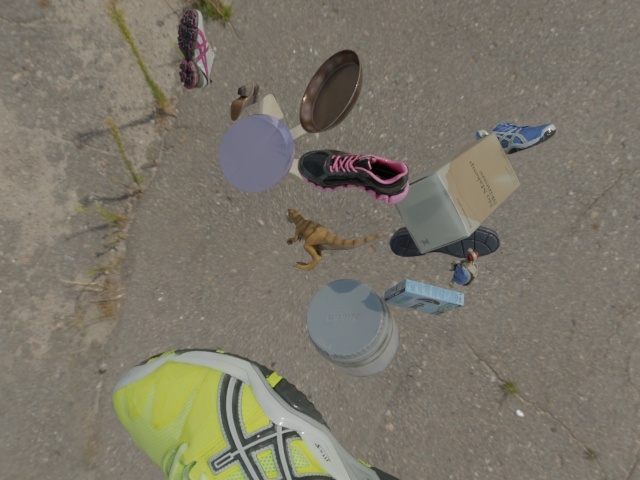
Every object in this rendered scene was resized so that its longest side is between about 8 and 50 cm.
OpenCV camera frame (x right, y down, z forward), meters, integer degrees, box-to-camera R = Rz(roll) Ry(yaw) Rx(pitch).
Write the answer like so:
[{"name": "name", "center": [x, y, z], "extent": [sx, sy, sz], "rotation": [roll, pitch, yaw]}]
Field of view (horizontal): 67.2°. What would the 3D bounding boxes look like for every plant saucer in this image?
[{"name": "plant saucer", "center": [0.023, -0.274, 0.904], "extent": [0.029, 0.168, 0.169], "rotation": [22, 85, -35]}]

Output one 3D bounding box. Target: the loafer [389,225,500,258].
[{"name": "loafer", "center": [0.353, -0.014, 1.380], "extent": [0.302, 0.095, 0.109], "rotation": [-2, 119, 19]}]

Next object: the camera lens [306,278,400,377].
[{"name": "camera lens", "center": [0.093, 0.242, 1.307], "extent": [0.219, 0.274, 0.220], "rotation": [-7, 63, 14]}]

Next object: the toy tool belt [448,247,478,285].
[{"name": "toy tool belt", "center": [0.280, 0.057, 0.949], "extent": [0.051, 0.083, 0.052], "rotation": [-21, 51, -12]}]

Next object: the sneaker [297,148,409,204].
[{"name": "sneaker", "center": [0.035, -0.074, 0.490], "extent": [0.119, 0.057, 0.047], "rotation": [11, 75, 2]}]

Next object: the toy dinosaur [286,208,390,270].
[{"name": "toy dinosaur", "center": [0.000, 0.000, 0.834], "extent": [0.211, 0.064, 0.112], "rotation": [24, 95, 34]}]

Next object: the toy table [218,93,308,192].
[{"name": "toy table", "center": [-0.120, -0.233, 1.214], "extent": [0.161, 0.274, 0.252], "rotation": [-35, 112, -41]}]

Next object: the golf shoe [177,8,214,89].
[{"name": "golf shoe", "center": [-0.304, -0.473, 1.193], "extent": [0.067, 0.086, 0.186], "rotation": [30, 127, 28]}]

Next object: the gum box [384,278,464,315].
[{"name": "gum box", "center": [0.303, 0.171, 1.429], "extent": [0.184, 0.157, 0.041], "rotation": [15, 67, -11]}]

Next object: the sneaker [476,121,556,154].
[{"name": "sneaker", "center": [0.478, -0.259, 1.207], "extent": [0.080, 0.211, 0.081], "rotation": [-20, 96, -40]}]

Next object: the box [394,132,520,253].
[{"name": "box", "center": [0.295, -0.108, 1.027], "extent": [0.311, 0.121, 0.148], "rotation": [-35, 98, -44]}]

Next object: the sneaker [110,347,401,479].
[{"name": "sneaker", "center": [-0.046, 0.226, 0.405], "extent": [0.384, 0.147, 0.145], "rotation": [26, 121, 20]}]

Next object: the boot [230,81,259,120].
[{"name": "boot", "center": [-0.223, -0.420, 1.457], "extent": [0.042, 0.087, 0.118], "rotation": [37, 123, 18]}]
